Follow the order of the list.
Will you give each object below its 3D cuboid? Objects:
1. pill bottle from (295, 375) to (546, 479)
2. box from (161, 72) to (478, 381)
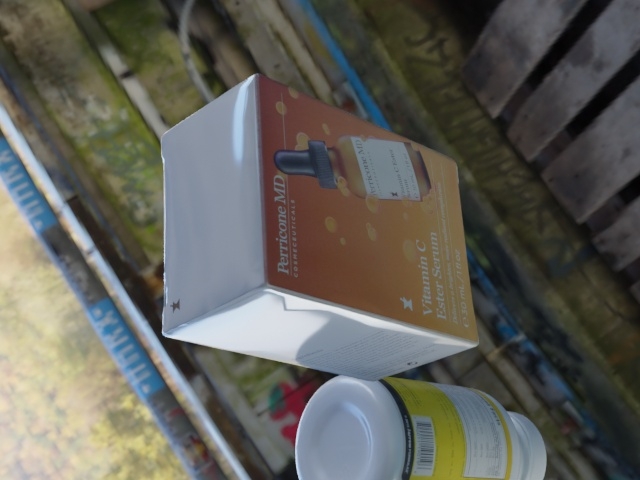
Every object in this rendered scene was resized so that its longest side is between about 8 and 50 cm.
[{"bbox_3d":[0.079,0.155,0.786,0.103,0.184,0.103,-16,68,45],"label":"pill bottle"},{"bbox_3d":[0.000,0.000,0.638,0.091,0.170,0.130,-26,59,40],"label":"box"}]
